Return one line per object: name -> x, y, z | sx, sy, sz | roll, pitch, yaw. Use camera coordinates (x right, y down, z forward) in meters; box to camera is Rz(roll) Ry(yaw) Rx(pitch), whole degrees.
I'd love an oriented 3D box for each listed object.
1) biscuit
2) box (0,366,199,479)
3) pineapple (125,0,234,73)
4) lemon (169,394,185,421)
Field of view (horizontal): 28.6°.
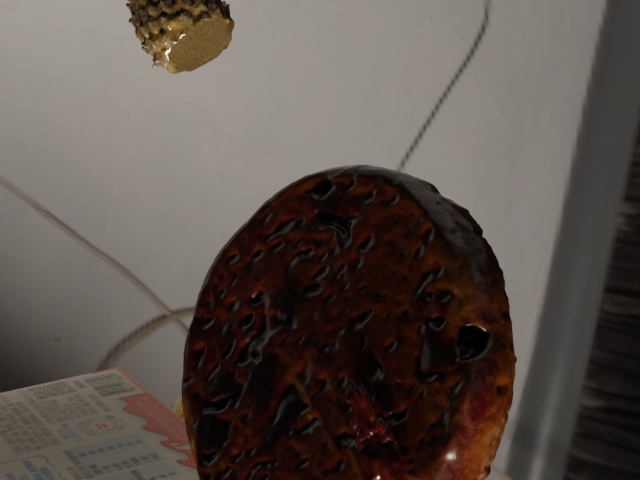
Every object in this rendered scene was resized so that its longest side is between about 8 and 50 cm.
biscuit -> 0.007, 0.059, 0.578 | 0.049, 0.192, 0.192 | 26, 81, -47
box -> -0.241, 0.191, 1.054 | 0.265, 0.273, 0.048 | -9, 108, -28
pineapple -> -0.127, -0.197, 0.921 | 0.074, 0.074, 0.159 | -26, 67, -28
lemon -> -0.093, 0.255, 1.382 | 0.187, 0.187, 0.244 | -15, 95, -31
